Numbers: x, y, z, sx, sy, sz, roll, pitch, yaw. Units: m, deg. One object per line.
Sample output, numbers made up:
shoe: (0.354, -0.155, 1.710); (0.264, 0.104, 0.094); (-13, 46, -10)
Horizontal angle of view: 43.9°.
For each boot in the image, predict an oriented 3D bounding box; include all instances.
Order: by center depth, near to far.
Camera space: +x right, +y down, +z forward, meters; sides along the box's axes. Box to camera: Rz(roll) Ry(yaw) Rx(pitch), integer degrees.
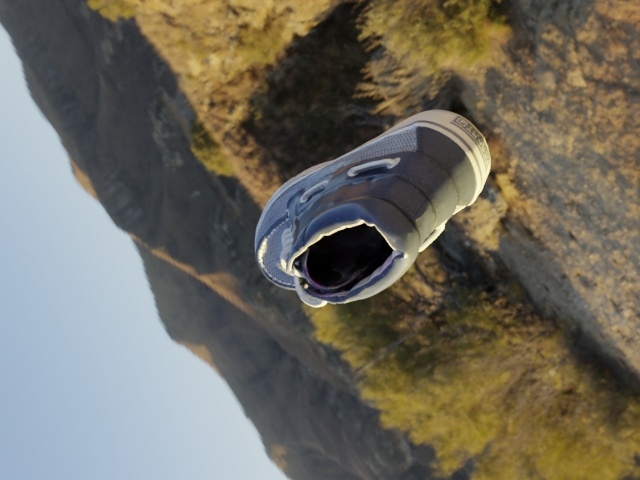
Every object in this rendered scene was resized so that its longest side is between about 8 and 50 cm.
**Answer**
boot: (0.000, 0.000, 0.417); (0.069, 0.086, 0.190); (48, 143, -5)
